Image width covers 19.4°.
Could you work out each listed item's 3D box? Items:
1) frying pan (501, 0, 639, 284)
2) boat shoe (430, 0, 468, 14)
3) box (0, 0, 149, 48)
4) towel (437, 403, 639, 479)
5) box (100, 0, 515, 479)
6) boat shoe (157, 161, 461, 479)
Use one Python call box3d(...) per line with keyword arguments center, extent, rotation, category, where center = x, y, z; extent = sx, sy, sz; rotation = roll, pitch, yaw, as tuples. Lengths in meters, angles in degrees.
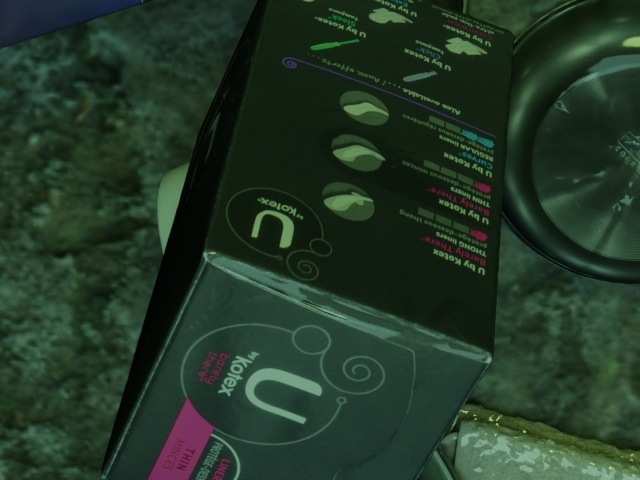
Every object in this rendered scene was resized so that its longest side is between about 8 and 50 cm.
box3d(center=(0.250, -0.074, 1.110), extent=(0.326, 0.053, 0.197), rotation=(-17, 112, 16), category="frying pan")
box3d(center=(0.049, -0.124, 1.076), extent=(0.080, 0.073, 0.223), rotation=(-6, 123, 9), category="boat shoe")
box3d(center=(-0.144, -0.260, 1.034), extent=(0.184, 0.103, 0.261), rotation=(-17, 111, 10), category="box")
box3d(center=(0.192, 0.222, 1.247), extent=(0.282, 0.049, 0.187), rotation=(14, 116, -1), category="towel")
box3d(center=(0.000, 0.000, 0.959), extent=(0.143, 0.270, 0.165), rotation=(20, 128, -8), category="box")
box3d(center=(0.014, 0.087, 1.160), extent=(0.119, 0.121, 0.335), rotation=(-19, 112, 20), category="boat shoe")
